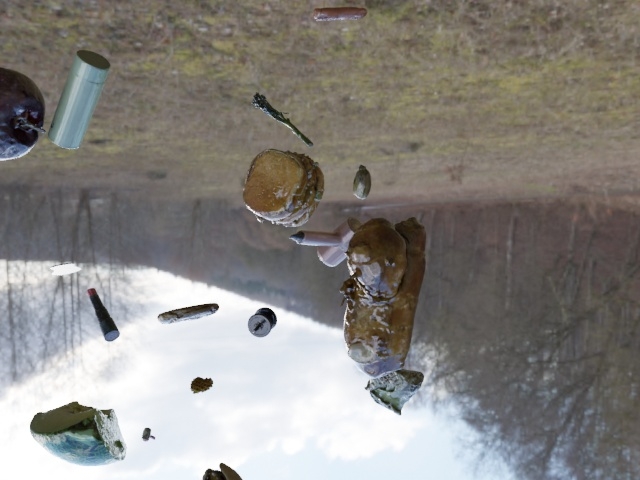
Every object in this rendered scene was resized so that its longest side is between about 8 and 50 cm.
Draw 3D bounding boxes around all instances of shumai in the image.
[{"bbox_3d":[0.220,0.448,1.817,0.184,0.141,0.184,12,168,3],"label":"shumai"}]

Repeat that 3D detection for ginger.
[{"bbox_3d":[0.135,0.137,1.483,0.176,0.418,0.254,17,-174,42],"label":"ginger"}]

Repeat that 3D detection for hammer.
[{"bbox_3d":[-0.648,0.742,2.295,0.031,0.052,0.083,0,149,16],"label":"hammer"}]

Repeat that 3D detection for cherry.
[{"bbox_3d":[-0.670,-0.263,1.251,0.195,0.195,0.195,-2,-177,0],"label":"cherry"}]

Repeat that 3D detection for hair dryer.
[{"bbox_3d":[0.000,0.000,2.125,0.189,0.106,0.344,-42,152,30],"label":"hair dryer"}]

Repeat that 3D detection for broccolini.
[{"bbox_3d":[-0.131,-0.413,2.056,0.271,0.062,0.123,41,-157,6],"label":"broccolini"}]

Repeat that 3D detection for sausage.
[{"bbox_3d":[0.057,-0.627,1.670,0.158,0.042,0.036,-8,149,-14],"label":"sausage"}]

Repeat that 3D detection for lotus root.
[{"bbox_3d":[0.121,-0.167,1.733,0.049,0.099,0.054,2,-169,-11],"label":"lotus root"}]

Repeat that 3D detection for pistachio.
[{"bbox_3d":[-0.262,0.756,1.731,0.138,0.237,0.153,-22,178,5],"label":"pistachio"}]

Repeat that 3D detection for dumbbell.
[{"bbox_3d":[-0.158,0.223,1.655,0.069,0.069,0.147,-1,-168,13],"label":"dumbbell"}]

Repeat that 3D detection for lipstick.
[{"bbox_3d":[-0.753,0.247,2.085,0.054,0.053,0.234,-4,-139,-39],"label":"lipstick"}]

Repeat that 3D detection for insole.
[{"bbox_3d":[-0.759,0.085,1.802,0.086,0.005,0.253,-11,176,-21],"label":"insole"}]

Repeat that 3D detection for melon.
[{"bbox_3d":[-0.763,0.610,1.927,0.331,0.226,0.343,33,173,-7],"label":"melon"}]

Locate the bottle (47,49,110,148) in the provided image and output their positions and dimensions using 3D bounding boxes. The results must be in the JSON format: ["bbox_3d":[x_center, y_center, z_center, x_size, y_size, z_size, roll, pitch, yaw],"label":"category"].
[{"bbox_3d":[-0.504,-0.291,1.261,0.072,0.201,0.072,25,-150,-15],"label":"bottle"}]

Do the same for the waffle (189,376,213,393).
[{"bbox_3d":[-0.414,0.502,2.109,0.085,0.016,0.078,-9,-147,6],"label":"waffle"}]

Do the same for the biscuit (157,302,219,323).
[{"bbox_3d":[-0.461,0.257,2.118,0.226,0.042,0.226,-13,171,-2],"label":"biscuit"}]

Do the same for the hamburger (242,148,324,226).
[{"bbox_3d":[-0.108,-0.178,1.914,0.245,0.260,0.211,-28,156,23],"label":"hamburger"}]
